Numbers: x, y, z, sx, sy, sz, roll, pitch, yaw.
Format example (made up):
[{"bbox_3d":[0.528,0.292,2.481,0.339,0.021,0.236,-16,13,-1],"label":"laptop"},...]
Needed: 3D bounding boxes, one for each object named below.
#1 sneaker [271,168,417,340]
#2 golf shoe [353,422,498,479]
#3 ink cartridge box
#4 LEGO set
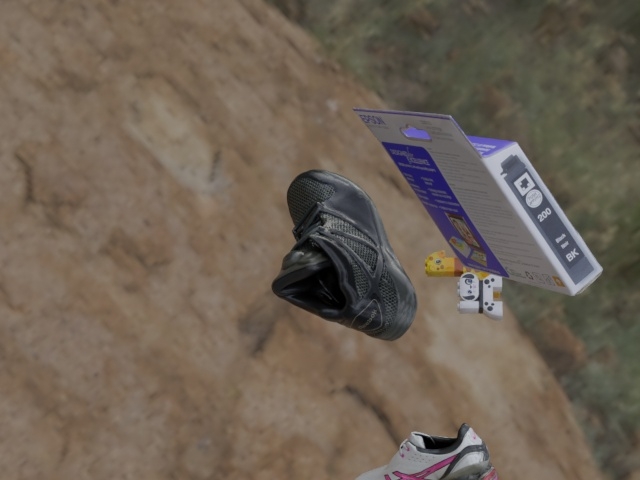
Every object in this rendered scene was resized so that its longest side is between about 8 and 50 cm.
[{"bbox_3d":[0.000,0.000,1.570,0.130,0.087,0.227,17,35,-40],"label":"sneaker"},{"bbox_3d":[0.112,0.260,1.814,0.067,0.186,0.086,-38,107,-60],"label":"golf shoe"},{"bbox_3d":[0.140,-0.050,1.440,0.208,0.045,0.206,52,-14,-20],"label":"ink cartridge box"},{"bbox_3d":[0.177,0.002,1.948,0.087,0.093,0.227,81,10,-66],"label":"LEGO set"}]
